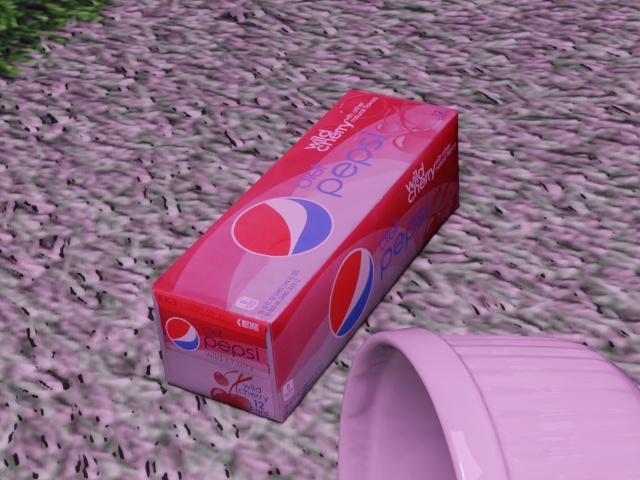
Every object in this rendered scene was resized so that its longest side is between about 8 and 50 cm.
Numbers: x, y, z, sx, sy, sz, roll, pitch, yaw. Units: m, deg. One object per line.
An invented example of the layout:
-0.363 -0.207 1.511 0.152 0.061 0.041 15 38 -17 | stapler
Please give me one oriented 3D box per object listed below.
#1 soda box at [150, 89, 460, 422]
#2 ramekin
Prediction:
0.000 0.000 0.997 0.092 0.083 0.263 15 41 25 | soda box
0.087 0.140 0.698 0.109 0.207 0.207 -4 35 -14 | ramekin
